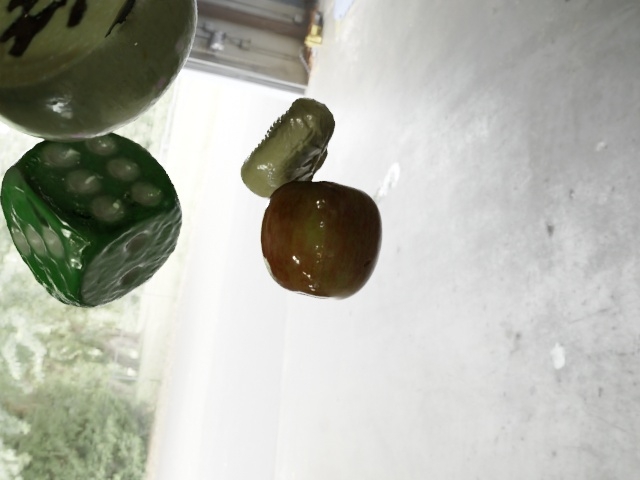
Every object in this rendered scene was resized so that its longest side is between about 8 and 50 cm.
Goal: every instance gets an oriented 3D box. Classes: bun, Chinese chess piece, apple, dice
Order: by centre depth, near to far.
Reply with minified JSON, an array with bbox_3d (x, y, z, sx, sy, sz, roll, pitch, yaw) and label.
[{"bbox_3d":[-0.346,-0.310,0.914,0.146,0.349,0.349,49,-140,-62],"label":"Chinese chess piece"},{"bbox_3d":[0.000,0.000,0.985,0.188,0.188,0.174,172,107,-73],"label":"apple"},{"bbox_3d":[-0.046,-0.145,1.081,0.188,0.111,0.164,-50,1,3],"label":"bun"},{"bbox_3d":[-0.501,-0.049,1.452,0.297,0.287,0.300,45,137,18],"label":"dice"}]
